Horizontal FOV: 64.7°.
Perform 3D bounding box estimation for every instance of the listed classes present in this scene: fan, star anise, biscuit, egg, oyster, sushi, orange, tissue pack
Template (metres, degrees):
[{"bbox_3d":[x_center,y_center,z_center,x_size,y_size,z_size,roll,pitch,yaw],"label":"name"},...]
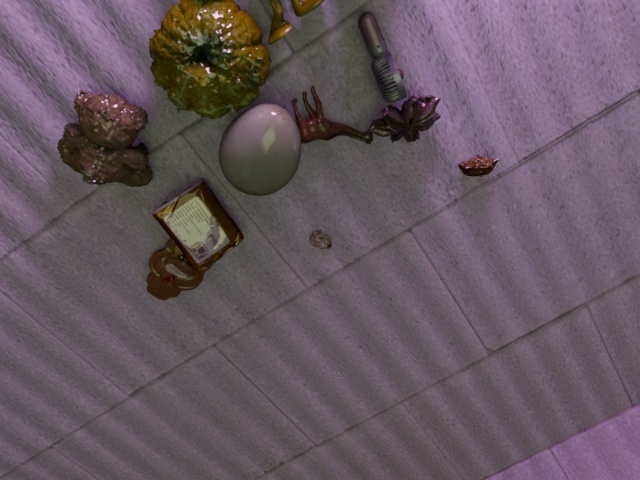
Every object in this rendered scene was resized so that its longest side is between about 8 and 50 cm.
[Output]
[{"bbox_3d":[0.166,-0.491,1.357,0.074,0.130,0.244,-22,107,12],"label":"fan"},{"bbox_3d":[0.250,-0.345,1.420,0.197,0.073,0.212,-31,155,32],"label":"star anise"},{"bbox_3d":[-0.449,0.080,1.626,0.186,0.044,0.295,33,109,-18],"label":"biscuit"},{"bbox_3d":[-0.156,-0.247,1.364,0.219,0.218,0.295,20,146,-16],"label":"egg"},{"bbox_3d":[0.003,0.001,1.648,0.083,0.019,0.054,31,109,-18],"label":"oyster"},{"bbox_3d":[0.487,-0.232,1.556,0.118,0.061,0.060,-15,130,3],"label":"sushi"},{"bbox_3d":[-0.282,-0.456,1.264,0.301,0.223,0.300,-18,113,4],"label":"orange"},{"bbox_3d":[-0.365,-0.047,1.518,0.183,0.092,0.226,-35,110,-6],"label":"tissue pack"}]

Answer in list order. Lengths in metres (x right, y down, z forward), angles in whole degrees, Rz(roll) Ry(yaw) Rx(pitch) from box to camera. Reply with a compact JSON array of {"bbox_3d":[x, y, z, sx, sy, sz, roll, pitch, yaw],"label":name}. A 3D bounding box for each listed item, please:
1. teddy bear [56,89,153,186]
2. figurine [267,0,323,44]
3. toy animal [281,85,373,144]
[{"bbox_3d":[-0.577,-0.274,1.364,0.267,0.156,0.256,17,113,-13],"label":"teddy bear"},{"bbox_3d":[-0.108,-0.664,1.145,0.204,0.284,0.338,-52,121,-19],"label":"figurine"},{"bbox_3d":[0.024,-0.334,1.453,0.224,0.066,0.229,-36,107,-8],"label":"toy animal"}]
